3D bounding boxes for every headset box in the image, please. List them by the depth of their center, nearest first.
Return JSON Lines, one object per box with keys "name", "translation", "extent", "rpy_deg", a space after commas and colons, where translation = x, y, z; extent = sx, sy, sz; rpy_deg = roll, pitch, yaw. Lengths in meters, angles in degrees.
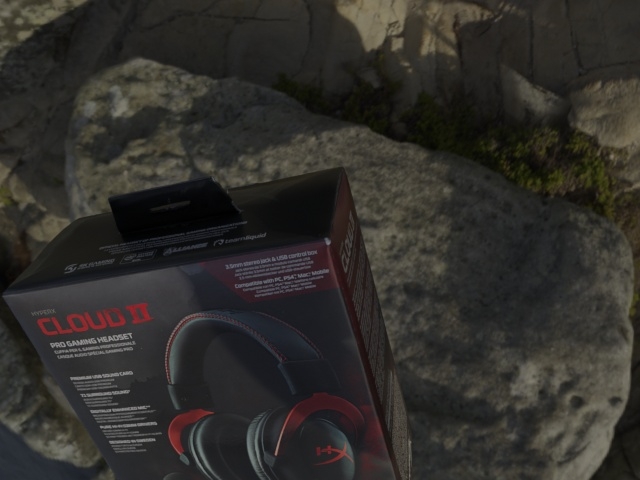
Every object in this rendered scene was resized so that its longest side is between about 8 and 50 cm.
{"name": "headset box", "translation": [-0.063, 0.087, 0.432], "extent": [0.218, 0.110, 0.293], "rpy_deg": [-9, 118, 12]}
